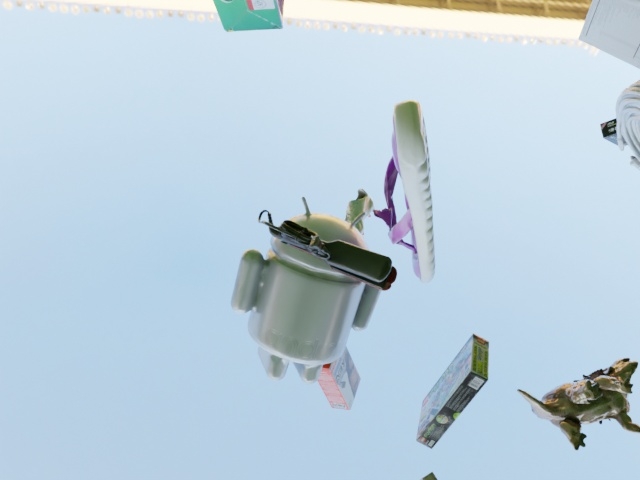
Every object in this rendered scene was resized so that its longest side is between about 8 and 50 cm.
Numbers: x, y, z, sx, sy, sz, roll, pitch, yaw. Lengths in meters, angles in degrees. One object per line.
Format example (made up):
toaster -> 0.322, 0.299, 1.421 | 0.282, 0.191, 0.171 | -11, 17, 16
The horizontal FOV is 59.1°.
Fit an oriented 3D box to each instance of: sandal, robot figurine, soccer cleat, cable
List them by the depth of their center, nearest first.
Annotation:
sandal -> 0.141, -0.075, 0.976 | 0.102, 0.416, 0.169 | -3, -128, 11
robot figurine -> -0.021, 0.098, 1.095 | 0.300, 0.353, 0.200 | 10, -166, -25
cable -> 0.693, -0.205, 1.116 | 0.089, 0.257, 0.257 | -33, -135, 9
soccer cleat -> 0.090, -0.064, 1.513 | 0.068, 0.076, 0.196 | -16, -152, 35

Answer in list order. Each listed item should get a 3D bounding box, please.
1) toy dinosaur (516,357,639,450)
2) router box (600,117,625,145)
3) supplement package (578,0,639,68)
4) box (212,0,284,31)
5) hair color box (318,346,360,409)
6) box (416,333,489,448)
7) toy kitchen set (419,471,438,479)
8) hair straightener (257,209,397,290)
toy dinosaur -> 0.491, 0.305, 1.063 | 0.296, 0.200, 0.127 | -3, -93, -8
router box -> 0.724, -0.260, 1.317 | 0.122, 0.092, 0.038 | 5, -107, -44
supplement package -> 0.720, -0.465, 1.218 | 0.134, 0.139, 0.244 | -32, -123, -24
box -> -0.043, -0.229, 0.330 | 0.043, 0.105, 0.179 | -2, -108, 5
hair color box -> 0.038, 0.307, 1.307 | 0.053, 0.167, 0.093 | 1, -136, 26
box -> 0.249, 0.286, 1.066 | 0.036, 0.207, 0.114 | 27, -149, 2
toy kitchen set -> 0.202, 0.512, 1.092 | 0.068, 0.075, 0.083 | -10, -125, -41
hair straightener -> 0.000, 0.000, 0.813 | 0.230, 0.089, 0.047 | 27, -102, 24
